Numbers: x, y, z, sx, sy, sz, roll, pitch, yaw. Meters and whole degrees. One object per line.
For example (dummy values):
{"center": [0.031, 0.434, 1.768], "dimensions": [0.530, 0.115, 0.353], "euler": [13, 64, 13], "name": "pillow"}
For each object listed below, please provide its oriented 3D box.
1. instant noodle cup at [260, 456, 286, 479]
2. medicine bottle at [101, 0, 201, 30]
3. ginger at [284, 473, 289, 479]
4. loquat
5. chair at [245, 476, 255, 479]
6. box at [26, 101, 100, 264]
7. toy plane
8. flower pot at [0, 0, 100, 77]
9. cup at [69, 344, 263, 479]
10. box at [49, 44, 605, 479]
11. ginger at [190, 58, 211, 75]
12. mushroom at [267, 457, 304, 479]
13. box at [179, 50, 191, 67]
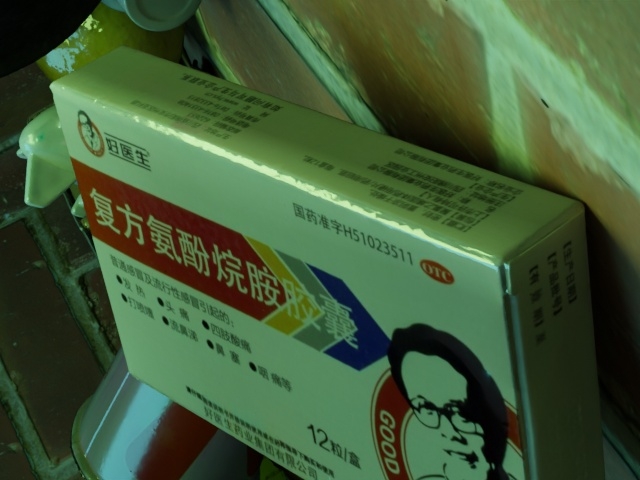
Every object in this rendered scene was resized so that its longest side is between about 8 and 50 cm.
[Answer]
{"center": [-0.054, 0.287, 1.754], "dimensions": [0.325, 0.254, 0.325], "euler": [58, 170, 16], "name": "instant noodle cup"}
{"center": [-0.175, -0.262, 1.257], "dimensions": [0.260, 0.095, 0.095], "euler": [52, 167, 45], "name": "medicine bottle"}
{"center": [0.012, 0.196, 1.499], "dimensions": [0.263, 0.109, 0.116], "euler": [97, 179, -59], "name": "ginger"}
{"center": [-0.203, -0.207, 1.419], "dimensions": [0.172, 0.149, 0.204], "euler": [57, -175, 20], "name": "loquat"}
{"center": [0.108, 0.378, 1.303], "dimensions": [0.240, 0.203, 0.416], "euler": [42, 158, 53], "name": "chair"}
{"center": [-0.188, -0.023, 1.780], "dimensions": [0.225, 0.190, 0.297], "euler": [54, 167, 43], "name": "box"}
{"center": [-0.159, -0.069, 1.382], "dimensions": [0.252, 0.252, 0.118], "euler": [91, 178, -73], "name": "toy plane"}
{"center": [-0.239, -0.288, 0.939], "dimensions": [0.251, 0.379, 0.379], "euler": [-12, 107, 59], "name": "flower pot"}
{"center": [-0.101, 0.110, 1.399], "dimensions": [0.203, 0.203, 0.288], "euler": [55, 135, 35], "name": "cup"}
{"center": [-0.004, 0.035, 0.810], "dimensions": [0.353, 0.069, 0.214], "euler": [22, 134, 41], "name": "box"}
{"center": [-0.147, -0.114, 1.515], "dimensions": [0.193, 0.123, 0.115], "euler": [107, 151, -70], "name": "ginger"}
{"center": [-0.006, 0.068, 1.068], "dimensions": [0.278, 0.163, 0.297], "euler": [56, 164, 28], "name": "mushroom"}
{"center": [-0.164, -0.194, 1.641], "dimensions": [0.133, 0.023, 0.090], "euler": [50, 168, 54], "name": "box"}
